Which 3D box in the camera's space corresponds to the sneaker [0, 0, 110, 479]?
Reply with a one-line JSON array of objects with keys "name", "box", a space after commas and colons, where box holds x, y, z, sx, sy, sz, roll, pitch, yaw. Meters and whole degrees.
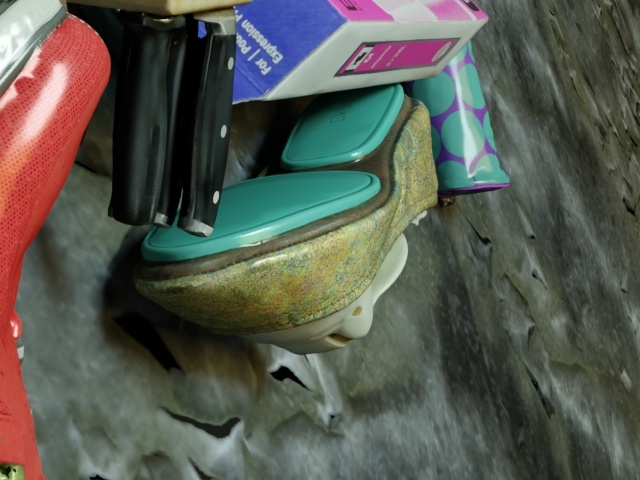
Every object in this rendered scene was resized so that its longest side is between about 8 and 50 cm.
[{"name": "sneaker", "box": [-0.106, 0.071, 0.389, 0.118, 0.107, 0.279, 25, 77, -18]}]

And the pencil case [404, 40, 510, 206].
[{"name": "pencil case", "box": [0.108, -0.108, 1.236, 0.070, 0.064, 0.151, -3, 78, -51]}]

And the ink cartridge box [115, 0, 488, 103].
[{"name": "ink cartridge box", "box": [-0.027, -0.166, 0.878, 0.176, 0.069, 0.371, 46, 23, 9]}]

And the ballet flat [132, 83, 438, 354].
[{"name": "ballet flat", "box": [0.000, 0.000, 0.862, 0.123, 0.123, 0.348, 69, 22, -13]}]

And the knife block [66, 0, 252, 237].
[{"name": "knife block", "box": [-0.066, -0.141, 0.620, 0.242, 0.276, 0.088, 54, 23, 2]}]

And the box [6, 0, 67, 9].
[{"name": "box", "box": [-0.229, -0.129, 0.378, 0.381, 0.143, 0.191, 17, 60, -66]}]
